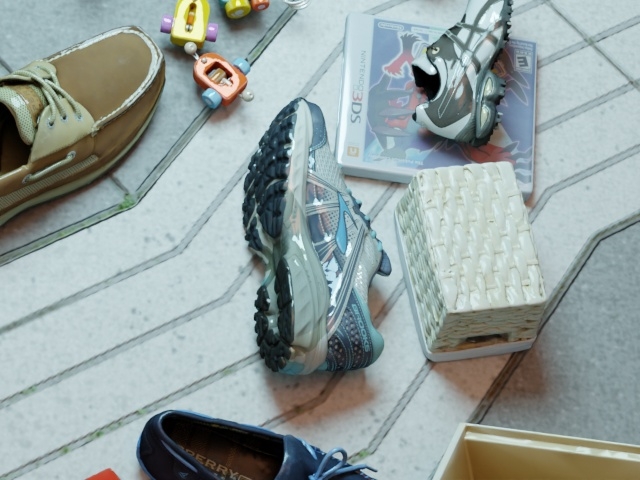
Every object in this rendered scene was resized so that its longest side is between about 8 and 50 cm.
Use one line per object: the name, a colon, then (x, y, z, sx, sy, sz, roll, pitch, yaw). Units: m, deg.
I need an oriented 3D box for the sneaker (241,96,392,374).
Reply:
sneaker: (0.000, 0.000, 1.849, 0.122, 0.110, 0.283, 9, 64, -25)

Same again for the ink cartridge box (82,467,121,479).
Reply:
ink cartridge box: (-0.191, 0.316, 1.614, 0.275, 0.060, 0.239, -24, 69, -45)

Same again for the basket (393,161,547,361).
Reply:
basket: (0.144, 0.017, 1.849, 0.113, 0.103, 0.167, -6, 66, -12)

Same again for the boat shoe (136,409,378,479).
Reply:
boat shoe: (-0.040, 0.222, 1.723, 0.258, 0.089, 0.109, 14, 63, -3)

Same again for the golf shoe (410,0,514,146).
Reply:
golf shoe: (0.140, -0.192, 1.941, 0.094, 0.077, 0.198, 10, 62, -4)

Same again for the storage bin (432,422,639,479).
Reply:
storage bin: (0.204, 0.295, 1.613, 0.260, 0.123, 0.262, 5, 36, 24)

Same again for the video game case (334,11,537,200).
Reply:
video game case: (0.119, -0.137, 1.966, 0.201, 0.023, 0.183, 8, 63, -6)

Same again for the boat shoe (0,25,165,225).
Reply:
boat shoe: (-0.275, -0.100, 1.823, 0.122, 0.120, 0.324, 44, 65, 12)

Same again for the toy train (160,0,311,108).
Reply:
toy train: (-0.089, -0.207, 1.953, 0.125, 0.046, 0.166, 35, 67, 6)
